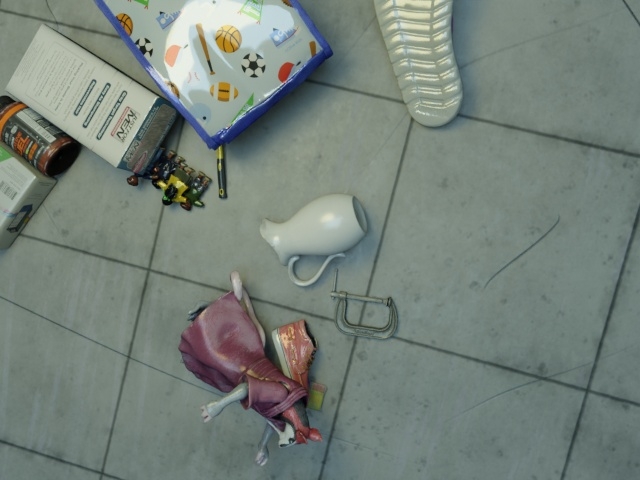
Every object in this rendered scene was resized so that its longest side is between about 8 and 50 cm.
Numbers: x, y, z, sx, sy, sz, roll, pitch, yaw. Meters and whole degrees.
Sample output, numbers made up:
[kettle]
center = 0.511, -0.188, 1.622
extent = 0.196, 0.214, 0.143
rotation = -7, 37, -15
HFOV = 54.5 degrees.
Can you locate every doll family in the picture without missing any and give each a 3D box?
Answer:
[doll family]
center = -0.344, -0.136, 1.382
extent = 0.193, 0.076, 0.111
rotation = 37, 101, 10

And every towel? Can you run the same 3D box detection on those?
[towel]
center = -0.031, 0.343, 1.388
extent = 0.083, 0.009, 0.060
rotation = 15, 95, 8

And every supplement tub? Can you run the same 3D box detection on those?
[supplement tub]
center = -0.654, -0.241, 1.400
extent = 0.198, 0.106, 0.106
rotation = 38, 97, 5

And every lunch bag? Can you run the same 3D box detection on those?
[lunch bag]
center = -0.208, -0.420, 1.268
extent = 0.328, 0.239, 0.385
rotation = -39, 80, 5

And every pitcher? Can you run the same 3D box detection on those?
[pitcher]
center = 0.000, 0.000, 1.325
extent = 0.207, 0.125, 0.178
rotation = -19, 111, 18

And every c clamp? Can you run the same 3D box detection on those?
[c clamp]
center = 0.094, 0.146, 1.357
extent = 0.160, 0.022, 0.137
rotation = 13, 94, 7

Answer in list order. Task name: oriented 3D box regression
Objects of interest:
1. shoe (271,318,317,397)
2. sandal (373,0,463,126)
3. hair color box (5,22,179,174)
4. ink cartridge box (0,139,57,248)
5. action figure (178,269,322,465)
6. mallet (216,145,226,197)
[shoe]
center = -0.040, 0.264, 1.353
extent = 0.081, 0.063, 0.178
rotation = -23, 79, 10
[sandal]
center = 0.207, -0.445, 1.284
extent = 0.169, 0.102, 0.416
rotation = -2, 105, 22
[hair color box]
center = -0.493, -0.304, 1.344
extent = 0.347, 0.105, 0.174
rotation = 34, 95, 17
[ink cartridge box]
center = -0.740, -0.105, 1.423
extent = 0.154, 0.093, 0.212
rotation = 39, 95, 5
[action figure]
center = -0.125, 0.289, 1.294
extent = 0.370, 0.248, 0.276
rotation = 33, 70, 25
[mallet]
center = -0.233, -0.190, 1.382
extent = 0.062, 0.039, 0.190
rotation = 5, 97, 8
